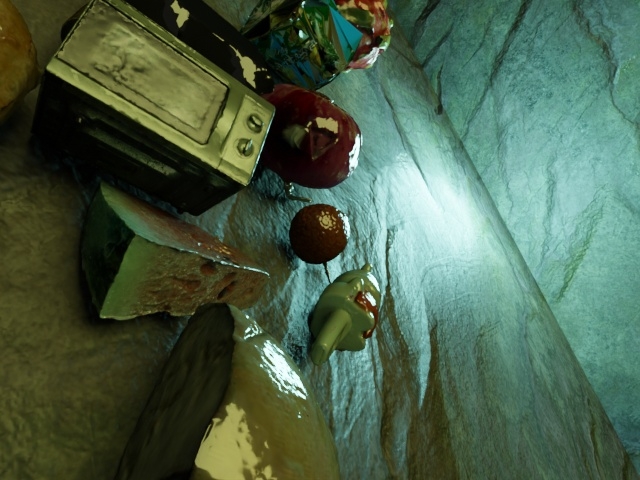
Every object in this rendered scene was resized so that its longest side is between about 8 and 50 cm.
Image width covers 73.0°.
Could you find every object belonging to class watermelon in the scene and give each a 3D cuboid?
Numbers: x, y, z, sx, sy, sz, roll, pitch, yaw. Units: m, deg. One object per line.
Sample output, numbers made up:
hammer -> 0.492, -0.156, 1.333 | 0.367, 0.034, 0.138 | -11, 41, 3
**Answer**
watermelon -> -0.157, 0.024, 0.511 | 0.241, 0.094, 0.154 | 26, 15, -47

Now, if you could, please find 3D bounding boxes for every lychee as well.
lychee -> -0.004, -0.003, 0.732 | 0.101, 0.140, 0.114 | 16, 62, 1

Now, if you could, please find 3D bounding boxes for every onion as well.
onion -> -0.035, -0.177, 0.738 | 0.207, 0.200, 0.200 | 56, 31, 3

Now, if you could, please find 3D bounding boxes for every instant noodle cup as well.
instant noodle cup -> -0.041, -0.461, 0.974 | 0.178, 0.240, 0.240 | 41, 34, -40

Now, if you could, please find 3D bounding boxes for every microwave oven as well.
microwave oven -> -0.183, -0.128, 0.478 | 0.205, 0.163, 0.129 | 29, 60, -29

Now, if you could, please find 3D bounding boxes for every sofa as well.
sofa -> -0.213, -0.250, 0.625 | 0.258, 0.182, 0.200 | 30, 25, -33

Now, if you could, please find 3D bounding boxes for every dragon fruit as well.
dragon fruit -> 0.080, -0.629, 1.270 | 0.302, 0.231, 0.237 | -7, 80, -45

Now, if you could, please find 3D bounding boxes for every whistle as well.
whistle -> 0.041, 0.111, 0.675 | 0.253, 0.105, 0.102 | -39, 119, -64

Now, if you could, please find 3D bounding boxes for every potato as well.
potato -> -0.035, 0.195, 0.417 | 0.264, 0.189, 0.211 | 45, 33, -21

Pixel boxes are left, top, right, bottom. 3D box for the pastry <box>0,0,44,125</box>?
pastry -> -0.375, -0.175, 0.338 | 0.257, 0.120, 0.236 | 53, 34, -23
